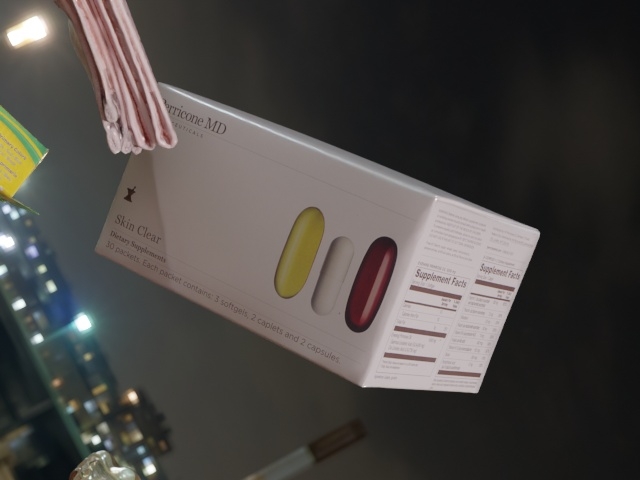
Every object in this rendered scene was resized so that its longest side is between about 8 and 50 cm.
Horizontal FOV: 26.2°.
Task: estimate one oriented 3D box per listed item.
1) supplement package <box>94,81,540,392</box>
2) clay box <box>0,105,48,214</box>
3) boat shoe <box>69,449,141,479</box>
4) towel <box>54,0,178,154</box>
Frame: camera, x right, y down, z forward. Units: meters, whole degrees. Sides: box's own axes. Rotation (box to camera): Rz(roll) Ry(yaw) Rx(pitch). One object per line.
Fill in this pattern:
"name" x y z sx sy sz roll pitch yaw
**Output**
"supplement package" 0.000 0.000 1.074 0.262 0.145 0.204 23 5 30
"clay box" -0.299 -0.109 1.027 0.127 0.053 0.222 19 -20 47
"boat shoe" -0.322 0.366 1.935 0.302 0.098 0.109 -6 -80 68
"towel" -0.193 -0.250 0.917 0.332 0.053 0.317 -119 -172 -57
